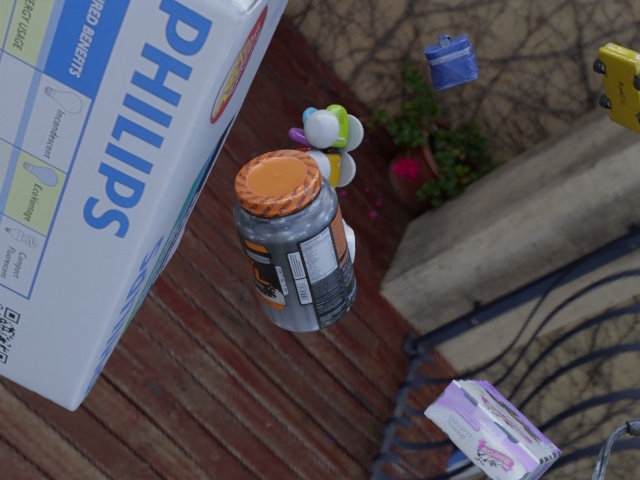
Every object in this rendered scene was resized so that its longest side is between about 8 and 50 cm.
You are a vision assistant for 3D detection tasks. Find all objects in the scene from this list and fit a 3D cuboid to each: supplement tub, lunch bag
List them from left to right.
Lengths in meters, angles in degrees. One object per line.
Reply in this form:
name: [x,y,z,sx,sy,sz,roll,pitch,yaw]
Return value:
supplement tub: [-0.029,0.001,0.954,0.117,0.116,0.190,-75,159,-45]
lunch bag: [0.185,-0.259,1.216,0.098,0.067,0.065,-70,144,-69]

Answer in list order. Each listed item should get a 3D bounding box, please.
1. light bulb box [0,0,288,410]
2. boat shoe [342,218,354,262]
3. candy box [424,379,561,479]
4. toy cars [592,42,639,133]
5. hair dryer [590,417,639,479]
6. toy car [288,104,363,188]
light bulb box: [-0.238,-0.134,0.588,0.360,0.358,0.225,28,37,-5]
boat shoe: [0.000,0.000,1.207,0.063,0.066,0.184,1,16,-12]
candy box: [0.260,0.286,1.272,0.165,0.070,0.196,44,10,24]
toy cars: [0.622,-0.205,1.520,0.087,0.176,0.394,-44,99,-9]
hair dryer: [0.333,0.112,0.528,0.293,0.080,0.223,-34,47,-23]
toy car: [-0.005,-0.190,1.744,0.159,0.136,0.182,-6,110,-59]
